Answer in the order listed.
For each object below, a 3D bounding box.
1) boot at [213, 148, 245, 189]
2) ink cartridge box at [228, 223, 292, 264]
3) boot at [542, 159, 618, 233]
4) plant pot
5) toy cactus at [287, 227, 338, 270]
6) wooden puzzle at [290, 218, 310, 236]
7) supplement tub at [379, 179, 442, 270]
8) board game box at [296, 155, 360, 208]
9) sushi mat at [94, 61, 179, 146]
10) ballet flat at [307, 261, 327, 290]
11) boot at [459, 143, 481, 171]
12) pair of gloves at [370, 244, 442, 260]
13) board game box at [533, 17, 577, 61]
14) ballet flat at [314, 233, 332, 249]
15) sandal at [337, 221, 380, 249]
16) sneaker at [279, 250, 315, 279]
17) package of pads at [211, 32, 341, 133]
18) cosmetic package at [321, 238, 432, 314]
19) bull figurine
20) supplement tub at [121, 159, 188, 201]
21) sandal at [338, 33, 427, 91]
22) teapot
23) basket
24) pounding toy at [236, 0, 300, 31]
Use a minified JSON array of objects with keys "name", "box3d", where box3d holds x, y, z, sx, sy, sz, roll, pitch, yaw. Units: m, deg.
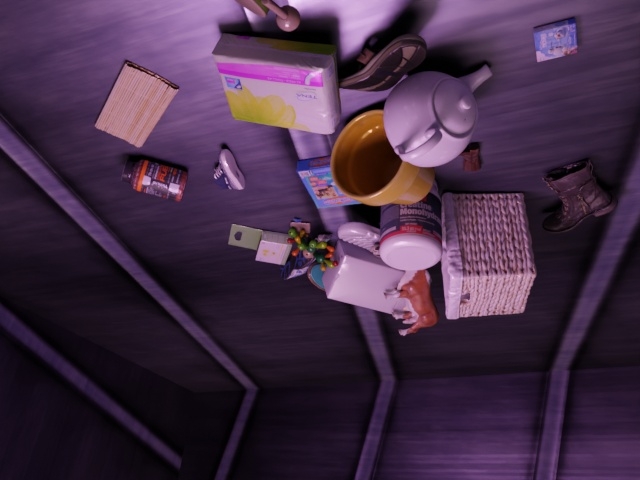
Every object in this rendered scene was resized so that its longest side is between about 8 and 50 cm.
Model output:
[{"name":"boot","box3d":[-0.309,-0.218,1.838,0.086,0.069,0.190,-4,150,10]},{"name":"ink cartridge box","box3d":[-0.237,0.018,2.240,0.235,0.056,0.171,9,150,-10]},{"name":"boot","box3d":[0.762,-0.140,1.797,0.229,0.091,0.263,32,136,-29]},{"name":"plant pot","box3d":[0.195,-0.208,1.630,0.254,0.253,0.239,-17,158,33]},{"name":"toy cactus","box3d":[-0.038,0.044,2.154,0.219,0.112,0.180,28,165,-2]},{"name":"wooden puzzle","box3d":[-0.074,-0.049,2.141,0.079,0.014,0.116,4,150,-6]},{"name":"supplement tub","box3d":[0.283,-0.060,1.808,0.191,0.272,0.191,4,149,2]},{"name":"board game box","box3d":[0.034,-0.186,1.858,0.160,0.047,0.210,-6,147,17]},{"name":"sushi mat","box3d":[-0.531,-0.380,1.656,0.152,0.019,0.317,23,145,-26]},{"name":"ballet flat","box3d":[0.076,0.159,2.376,0.343,0.116,0.124,13,180,-28]},{"name":"boot","box3d":[0.424,-0.240,1.721,0.107,0.037,0.114,-1,153,15]},{"name":"pair of gloves","box3d":[0.290,0.041,1.963,0.240,0.042,0.204,3,175,13]},{"name":"board game box","box3d":[0.544,-0.462,1.338,0.090,0.020,0.090,-8,147,23]},{"name":"ballet flat","box3d":[0.000,0.000,2.188,0.041,0.041,0.114,20,145,-22]},{"name":"sandal","box3d":[0.224,-0.020,2.045,0.170,0.102,0.416,-6,164,36]},{"name":"sneaker","box3d":[-0.079,0.090,2.331,0.081,0.080,0.211,-3,158,-42]},{"name":"package of pads","box3d":[-0.100,-0.385,1.446,0.297,0.101,0.229,12,150,15]},{"name":"cosmetic package","box3d":[0.212,0.149,2.216,0.366,0.155,0.196,18,113,-16]},{"name":"bull figurine","box3d":[0.337,0.206,2.126,0.189,0.101,0.310,-22,114,4]},{"name":"supplement tub","box3d":[-0.537,-0.199,1.874,0.198,0.106,0.106,15,148,-16]},{"name":"sandal","box3d":[0.148,-0.429,1.388,0.120,0.086,0.303,0,171,-30]},{"name":"teapot","box3d":[0.288,-0.303,1.404,0.253,0.255,0.187,2,173,-31]},{"name":"basket","box3d":[0.536,0.054,1.908,0.267,0.331,0.328,-2,149,9]},{"name":"pounding toy","box3d":[-0.140,-0.554,1.200,0.237,0.110,0.183,37,-173,14]}]
